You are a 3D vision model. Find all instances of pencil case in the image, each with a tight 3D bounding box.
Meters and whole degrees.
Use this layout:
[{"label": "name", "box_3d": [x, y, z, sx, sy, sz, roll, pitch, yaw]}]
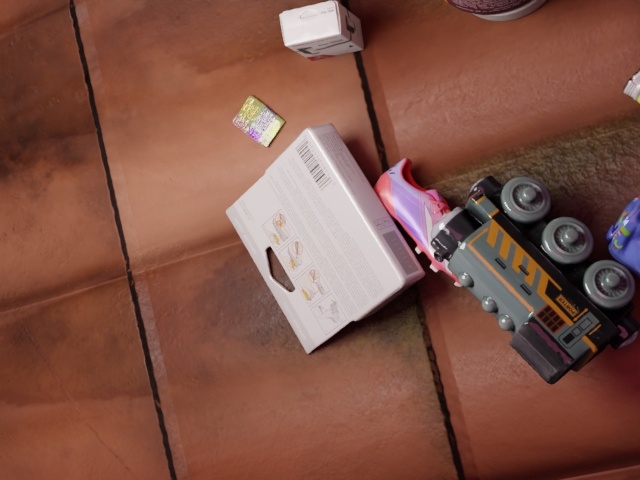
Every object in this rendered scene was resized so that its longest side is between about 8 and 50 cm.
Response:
[{"label": "pencil case", "box_3d": [0.550, 0.061, 1.574, 0.133, 0.119, 0.306, -39, 75, -10]}]

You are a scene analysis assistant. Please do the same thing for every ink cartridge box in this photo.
[{"label": "ink cartridge box", "box_3d": [0.000, 0.000, 1.786, 0.261, 0.066, 0.296, -41, 75, 42]}, {"label": "ink cartridge box", "box_3d": [0.004, -0.339, 1.763, 0.099, 0.135, 0.056, -9, 86, 18]}]

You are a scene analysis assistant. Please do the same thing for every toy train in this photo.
[{"label": "toy train", "box_3d": [0.317, 0.053, 1.614, 0.190, 0.142, 0.334, -36, 74, -21]}]

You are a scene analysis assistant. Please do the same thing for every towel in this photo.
[{"label": "towel", "box_3d": [-0.107, -0.205, 1.862, 0.083, 0.009, 0.060, 37, 99, 15]}]

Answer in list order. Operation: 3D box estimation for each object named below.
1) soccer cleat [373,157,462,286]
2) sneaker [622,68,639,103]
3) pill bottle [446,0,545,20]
[{"label": "soccer cleat", "box_3d": [0.184, -0.023, 1.721, 0.248, 0.083, 0.095, 45, 107, 18]}, {"label": "sneaker", "box_3d": [0.558, -0.265, 1.613, 0.208, 0.081, 0.094, -43, 83, 19]}, {"label": "pill bottle", "box_3d": [0.233, -0.452, 1.556, 0.224, 0.392, 0.224, -1, 87, 19]}]
